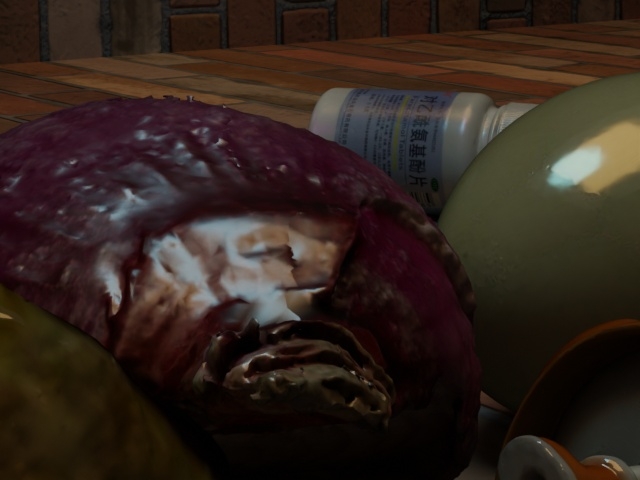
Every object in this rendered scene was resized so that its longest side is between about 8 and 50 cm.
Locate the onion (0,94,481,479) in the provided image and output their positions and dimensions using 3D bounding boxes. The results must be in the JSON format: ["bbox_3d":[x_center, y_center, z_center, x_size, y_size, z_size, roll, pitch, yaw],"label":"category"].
[{"bbox_3d":[-0.047,0.015,0.771,0.267,0.159,0.349,5,-14,-23],"label":"onion"}]

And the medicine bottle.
[{"bbox_3d":[0.090,-0.072,1.612,0.187,0.102,0.103,5,12,22],"label":"medicine bottle"}]

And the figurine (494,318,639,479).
[{"bbox_3d":[0.166,0.096,0.731,0.271,0.143,0.143,12,4,-31],"label":"figurine"}]

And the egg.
[{"bbox_3d":[0.162,0.009,1.000,0.242,0.186,0.186,-20,21,-35],"label":"egg"}]

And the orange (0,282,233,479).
[{"bbox_3d":[-0.205,0.067,0.560,0.369,0.210,0.271,37,-21,-20],"label":"orange"}]
